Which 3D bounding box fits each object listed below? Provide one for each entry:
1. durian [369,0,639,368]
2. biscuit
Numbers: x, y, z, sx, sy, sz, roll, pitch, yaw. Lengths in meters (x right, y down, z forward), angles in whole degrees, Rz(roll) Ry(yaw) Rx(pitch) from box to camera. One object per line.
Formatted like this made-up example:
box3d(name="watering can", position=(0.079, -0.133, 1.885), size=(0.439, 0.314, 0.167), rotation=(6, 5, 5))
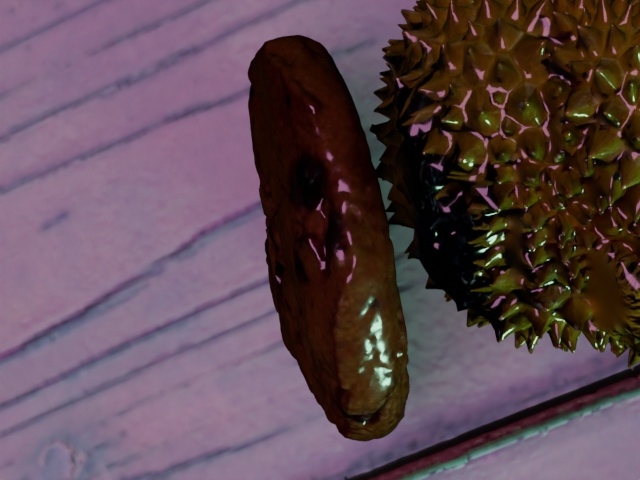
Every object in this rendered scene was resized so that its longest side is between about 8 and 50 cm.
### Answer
box3d(name="durian", position=(0.102, -0.020, 0.831), size=(0.138, 0.237, 0.193), rotation=(-18, 127, -17))
box3d(name="biscuit", position=(0.000, 0.000, 0.902), size=(0.049, 0.192, 0.192), rotation=(-16, 87, -9))
